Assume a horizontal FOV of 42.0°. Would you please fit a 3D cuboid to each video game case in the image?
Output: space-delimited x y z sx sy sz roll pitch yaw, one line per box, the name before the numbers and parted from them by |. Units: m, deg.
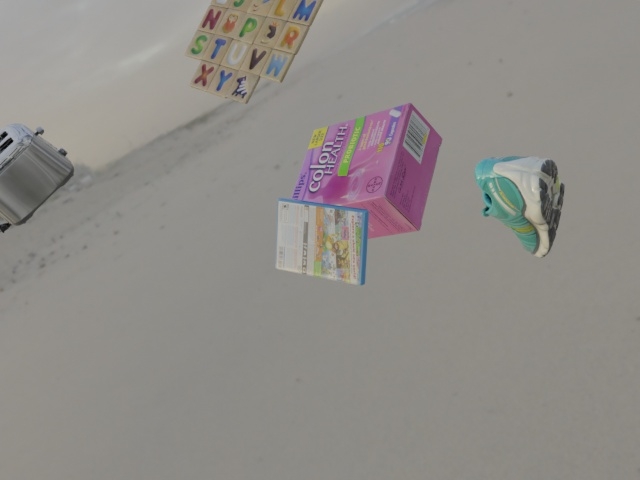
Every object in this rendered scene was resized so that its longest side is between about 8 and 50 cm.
video game case | 0.000 0.000 1.330 0.166 0.119 0.015 10 13 33

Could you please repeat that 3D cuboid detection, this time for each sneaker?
sneaker | 0.291 -0.057 1.213 0.110 0.275 0.107 11 74 24

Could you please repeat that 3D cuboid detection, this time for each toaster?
toaster | -0.656 -0.140 1.789 0.227 0.146 0.129 -45 44 -6

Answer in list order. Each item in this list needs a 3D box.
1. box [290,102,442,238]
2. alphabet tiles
box | 0.082 -0.120 1.582 0.243 0.117 0.214 -10 52 42
alphabet tiles | -0.120 -0.427 1.583 0.285 0.011 0.343 24 86 40
